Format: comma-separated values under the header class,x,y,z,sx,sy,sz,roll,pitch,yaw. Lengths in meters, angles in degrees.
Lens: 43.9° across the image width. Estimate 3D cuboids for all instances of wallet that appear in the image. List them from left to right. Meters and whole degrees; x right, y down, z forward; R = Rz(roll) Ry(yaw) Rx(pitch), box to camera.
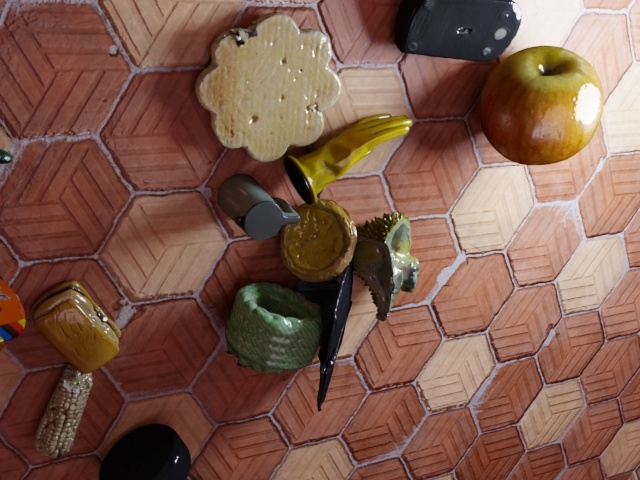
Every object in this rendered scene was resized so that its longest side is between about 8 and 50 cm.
class,x,y,z,sx,sy,sz,roll,pitch,yaw
wallet,0.036,0.207,1.830,0.041,0.247,0.323,12,132,9

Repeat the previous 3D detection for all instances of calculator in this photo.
class,x,y,z,sx,sy,sz,roll,pitch,yaw
calculator,-0.018,0.178,1.925,0.121,0.039,0.210,0,115,-27

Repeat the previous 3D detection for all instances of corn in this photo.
class,x,y,z,sx,sy,sz,roll,pitch,yaw
corn,-0.551,0.371,1.707,0.087,0.087,0.211,16,108,-34

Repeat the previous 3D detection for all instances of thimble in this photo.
class,x,y,z,sx,sy,sz,roll,pitch,yaw
thimble,-0.102,0.199,1.783,0.219,0.219,0.150,8,111,-31

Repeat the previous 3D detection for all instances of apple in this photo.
class,x,y,z,sx,sy,sz,roll,pitch,yaw
apple,0.501,-0.306,1.819,0.286,0.286,0.233,-23,139,-17

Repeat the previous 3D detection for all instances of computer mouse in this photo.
class,x,y,z,sx,sy,sz,roll,pitch,yaw
computer mouse,0.292,-0.478,1.702,0.269,0.100,0.170,2,136,-19

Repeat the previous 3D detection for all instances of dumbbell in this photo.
class,x,y,z,sx,sy,sz,roll,pitch,yaw
dumbbell,-0.357,0.604,1.860,0.204,0.204,0.322,-31,125,-11

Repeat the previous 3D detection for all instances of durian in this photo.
class,x,y,z,sx,sy,sz,roll,pitch,yaw
durian,0.159,0.050,1.877,0.172,0.166,0.306,-16,131,-18

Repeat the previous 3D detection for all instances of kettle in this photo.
class,x,y,z,sx,sy,sz,roll,pitch,yaw
kettle,-0.136,-0.064,1.667,0.127,0.148,0.098,32,96,-37

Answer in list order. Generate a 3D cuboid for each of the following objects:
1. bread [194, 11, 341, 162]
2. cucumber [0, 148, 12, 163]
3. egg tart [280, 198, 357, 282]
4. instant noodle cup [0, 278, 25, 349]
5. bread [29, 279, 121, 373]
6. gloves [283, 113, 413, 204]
class,x,y,z,sx,sy,sz,roll,pitch,yaw
bread,-0.103,-0.311,1.615,0.316,0.054,0.316,-12,119,-23
cucumber,-0.642,-0.165,1.411,0.184,0.033,0.036,10,85,-32
egg tart,0.000,0.000,1.786,0.191,0.191,0.074,-57,161,8
instant noodle cup,-0.695,0.169,1.436,0.250,0.250,0.192,26,108,-36
bread,-0.503,0.182,1.646,0.116,0.077,0.200,-31,125,-1
gloves,0.075,-0.197,1.720,0.294,0.133,0.116,-30,125,-12
